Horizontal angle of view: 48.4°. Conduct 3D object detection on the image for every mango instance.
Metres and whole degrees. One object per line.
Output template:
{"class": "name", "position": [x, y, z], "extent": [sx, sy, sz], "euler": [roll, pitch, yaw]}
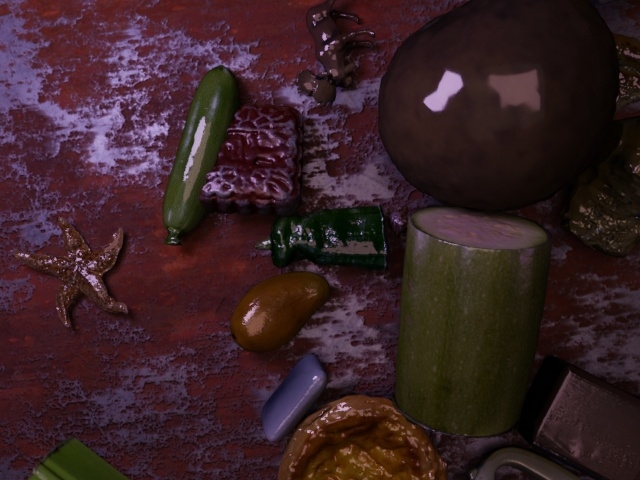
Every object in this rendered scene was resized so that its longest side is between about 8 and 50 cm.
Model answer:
{"class": "mango", "position": [-0.085, 0.141, 1.471], "extent": [0.228, 0.099, 0.136], "euler": [-34, 83, -6]}

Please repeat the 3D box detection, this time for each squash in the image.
{"class": "squash", "position": [0.276, 0.152, 1.323], "extent": [0.263, 0.263, 0.384], "euler": [4, 108, 3]}
{"class": "squash", "position": [-0.246, -0.175, 1.477], "extent": [0.107, 0.107, 0.394], "euler": [18, 89, 3]}

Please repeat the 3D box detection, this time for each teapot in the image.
{"class": "teapot", "position": [0.360, 0.570, 1.380], "extent": [0.239, 0.239, 0.321], "euler": [36, 96, 16]}

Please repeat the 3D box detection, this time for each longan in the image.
{"class": "longan", "position": [0.327, -0.248, 1.301], "extent": [0.436, 0.404, 0.403], "euler": [-22, 88, 17]}

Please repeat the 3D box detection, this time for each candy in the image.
{"class": "candy", "position": [-0.053, 0.319, 1.446], "extent": [0.071, 0.138, 0.174], "euler": [39, 91, -12]}

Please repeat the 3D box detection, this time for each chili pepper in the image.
{"class": "chili pepper", "position": [0.000, 0.000, 1.465], "extent": [0.271, 0.099, 0.136], "euler": [-3, 91, 2]}

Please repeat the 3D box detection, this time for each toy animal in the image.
{"class": "toy animal", "position": [0.217, 0.022, 1.466], "extent": [0.179, 0.089, 0.188], "euler": [12, 90, 7]}
{"class": "toy animal", "position": [0.021, -0.390, 1.483], "extent": [0.186, 0.094, 0.214], "euler": [-24, 81, -2]}

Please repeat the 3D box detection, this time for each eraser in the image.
{"class": "eraser", "position": [-0.449, 0.529, 1.427], "extent": [0.274, 0.210, 0.092], "euler": [37, 91, 1]}

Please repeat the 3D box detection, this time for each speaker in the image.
{"class": "speaker", "position": [0.535, 0.356, 1.409], "extent": [0.231, 0.153, 0.192], "euler": [26, 91, 3]}

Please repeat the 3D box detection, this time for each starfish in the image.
{"class": "starfish", "position": [-0.509, 0.061, 1.508], "extent": [0.277, 0.062, 0.235], "euler": [28, 90, 5]}

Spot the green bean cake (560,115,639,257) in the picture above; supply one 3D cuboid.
{"class": "green bean cake", "position": [0.593, -0.112, 1.335], "extent": [0.202, 0.310, 0.285], "euler": [33, 89, 1]}

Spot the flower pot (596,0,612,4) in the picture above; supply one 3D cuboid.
{"class": "flower pot", "position": [0.567, -0.616, 1.385], "extent": [0.290, 0.290, 0.259], "euler": [-33, 101, 2]}

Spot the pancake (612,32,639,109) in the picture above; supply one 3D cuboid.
{"class": "pancake", "position": [0.584, -0.335, 1.467], "extent": [0.377, 0.054, 0.197], "euler": [7, 90, 4]}

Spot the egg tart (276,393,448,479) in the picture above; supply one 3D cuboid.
{"class": "egg tart", "position": [0.080, 0.468, 1.442], "extent": [0.341, 0.129, 0.340], "euler": [0, 90, 1]}

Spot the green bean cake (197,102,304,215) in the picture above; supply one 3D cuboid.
{"class": "green bean cake", "position": [-0.130, -0.166, 1.447], "extent": [0.199, 0.097, 0.232], "euler": [6, 71, 1]}
